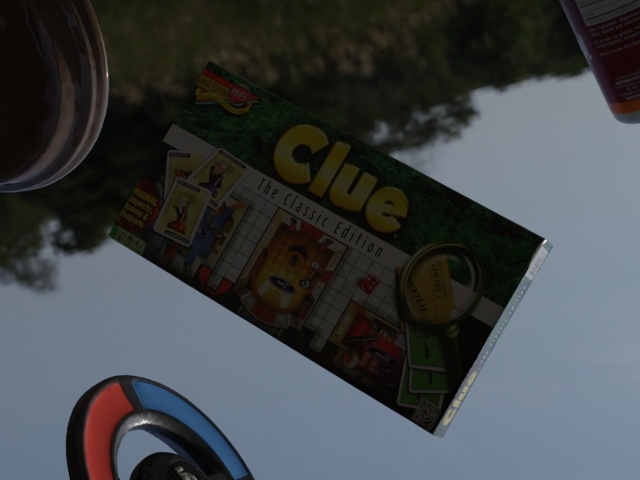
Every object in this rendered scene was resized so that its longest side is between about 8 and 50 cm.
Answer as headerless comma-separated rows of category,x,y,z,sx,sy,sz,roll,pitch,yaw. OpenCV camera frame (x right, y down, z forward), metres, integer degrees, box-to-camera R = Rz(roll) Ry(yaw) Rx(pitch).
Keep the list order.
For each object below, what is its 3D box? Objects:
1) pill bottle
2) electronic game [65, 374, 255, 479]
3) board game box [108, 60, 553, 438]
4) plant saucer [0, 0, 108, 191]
pill bottle,0.205,-0.161,1.018,0.086,0.152,0.086,-26,-168,6
electronic game,-0.110,0.206,1.189,0.048,0.229,0.229,-35,180,22
board game box,0.000,0.000,0.957,0.260,0.136,0.030,29,177,24
plant saucer,-0.295,-0.154,1.208,0.278,0.278,0.041,-12,-155,33
